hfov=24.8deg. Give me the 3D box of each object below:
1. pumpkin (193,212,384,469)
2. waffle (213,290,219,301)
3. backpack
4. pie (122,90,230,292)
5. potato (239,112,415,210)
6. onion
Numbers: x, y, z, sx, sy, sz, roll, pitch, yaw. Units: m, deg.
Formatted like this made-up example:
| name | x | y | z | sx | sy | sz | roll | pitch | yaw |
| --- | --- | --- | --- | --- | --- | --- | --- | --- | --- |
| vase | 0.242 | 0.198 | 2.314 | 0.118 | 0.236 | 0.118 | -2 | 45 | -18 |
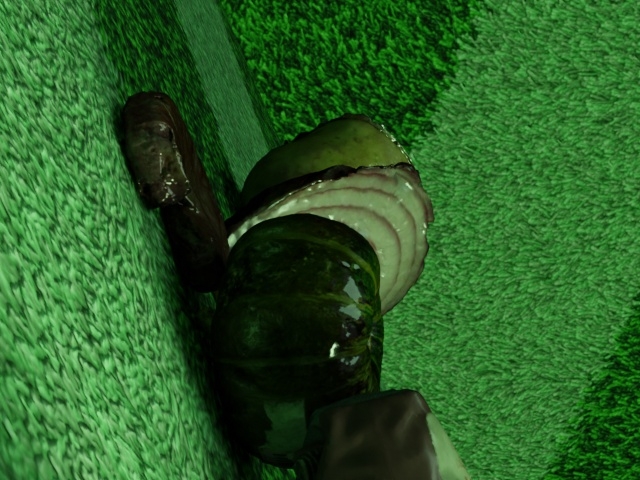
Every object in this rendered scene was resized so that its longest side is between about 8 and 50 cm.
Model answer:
| name | x | y | z | sx | sy | sz | roll | pitch | yaw |
| --- | --- | --- | --- | --- | --- | --- | --- | --- | --- |
| pumpkin | -0.034 | 0.094 | 1.458 | 0.260 | 0.189 | 0.260 | 2 | 90 | -85 |
| waffle | -0.097 | 0.074 | 1.733 | 0.191 | 0.032 | 0.125 | 17 | 49 | -87 |
| backpack | 0.055 | 0.316 | 1.331 | 0.317 | 0.197 | 0.283 | 102 | -23 | -58 |
| pie | -0.148 | -0.056 | 1.523 | 0.218 | 0.054 | 0.204 | 65 | 6 | -45 |
| potato | 0.002 | -0.011 | 2.190 | 0.289 | 0.301 | 0.237 | 35 | 35 | -10 |
| onion | 0.000 | 0.000 | 1.834 | 0.146 | 0.280 | 0.314 | 52 | -8 | 42 |
